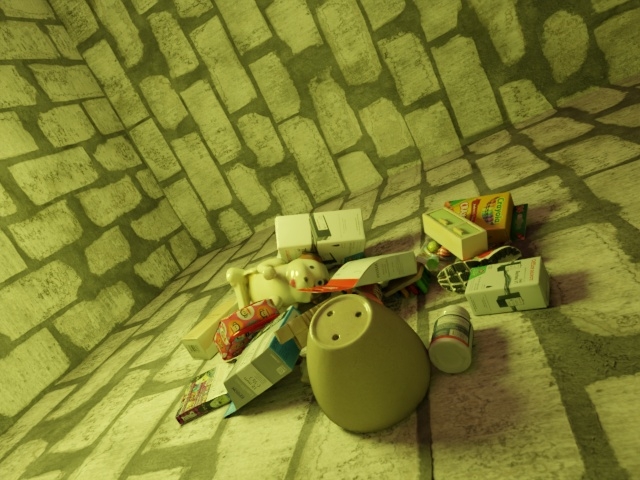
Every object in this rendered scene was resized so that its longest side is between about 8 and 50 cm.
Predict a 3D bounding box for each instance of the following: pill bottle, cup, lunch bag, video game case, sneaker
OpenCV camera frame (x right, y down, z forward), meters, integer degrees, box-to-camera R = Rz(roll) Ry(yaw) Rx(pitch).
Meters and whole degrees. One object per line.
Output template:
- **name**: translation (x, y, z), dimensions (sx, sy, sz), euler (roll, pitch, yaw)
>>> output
- **pill bottle**: translation (0.356, 0.258, 1.149), dimensions (0.107, 0.108, 0.180), euler (-18, 17, 30)
- **cup**: translation (0.095, 0.278, 1.099), dimensions (0.330, 0.237, 0.331), euler (-18, 37, 14)
- **lunch bag**: translation (-0.274, 0.342, 1.671), dimensions (0.258, 0.120, 0.293), euler (-22, -22, -33)
- **video game case**: translation (-0.413, 0.553, 1.584), dimensions (0.210, 0.042, 0.232), euler (-26, 15, 3)
- **sneaker**: translation (0.535, 0.099, 1.440), dimensions (0.278, 0.108, 0.118), euler (-20, -2, 12)
- **sneaker**: translation (0.183, 0.202, 1.605), dimensions (0.136, 0.116, 0.314), euler (-29, 15, -12)

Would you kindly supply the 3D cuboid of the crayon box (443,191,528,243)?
- **crayon box**: translation (0.637, -0.083, 1.685), dimensions (0.318, 0.081, 0.202), euler (-7, 44, 36)

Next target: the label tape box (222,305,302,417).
- **label tape box**: translation (-0.207, 0.403, 1.431), dimensions (0.347, 0.115, 0.249), euler (-39, 9, 25)

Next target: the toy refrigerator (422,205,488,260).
- **toy refrigerator**: translation (0.486, -0.036, 1.562), dimensions (0.102, 0.094, 0.269), euler (-19, 27, -8)

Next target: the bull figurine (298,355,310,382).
- **bull figurine**: translation (0.066, 0.352, 1.345), dimensions (0.310, 0.101, 0.188), euler (-36, 24, -9)

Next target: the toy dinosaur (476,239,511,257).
- **toy dinosaur**: translation (0.594, 0.045, 1.567), dimensions (0.211, 0.064, 0.112), euler (-9, 4, 25)

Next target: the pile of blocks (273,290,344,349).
- **pile of blocks**: translation (-0.022, 0.277, 1.336), dimensions (0.149, 0.113, 0.362), euler (-37, -10, 31)

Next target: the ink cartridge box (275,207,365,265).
- **ink cartridge box**: translation (0.000, 0.000, 2.001), dimensions (0.393, 0.167, 0.286), euler (-6, -24, 0)

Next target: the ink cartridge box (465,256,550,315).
- **ink cartridge box**: translation (0.553, 0.135, 1.260), dimensions (0.208, 0.087, 0.153), euler (-15, 20, 35)

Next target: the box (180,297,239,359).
- **box**: translation (-0.481, 0.411, 2.005), dimensions (0.147, 0.121, 0.311), euler (-15, 20, 39)

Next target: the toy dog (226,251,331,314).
- **toy dog**: translation (-0.149, 0.217, 1.914), dimensions (0.407, 0.285, 0.395), euler (-20, -20, 28)

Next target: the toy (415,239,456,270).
- **toy**: translation (0.449, 0.042, 1.614), dimensions (0.136, 0.056, 0.237), euler (23, 29, 17)

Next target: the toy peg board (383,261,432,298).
- **toy peg board**: translation (0.338, 0.158, 1.600), dimensions (0.160, 0.079, 0.161), euler (-36, 7, 32)

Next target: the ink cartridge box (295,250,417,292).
- **ink cartridge box**: translation (0.118, 0.119, 1.591), dimensions (0.384, 0.091, 0.308), euler (-8, -2, -18)

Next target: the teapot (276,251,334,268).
- **teapot**: translation (-0.094, 0.102, 2.217), dimensions (0.256, 0.252, 0.187), euler (-39, 33, 9)

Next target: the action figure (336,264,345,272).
- **action figure**: translation (0.107, 0.134, 2.113), dimensions (0.038, 0.030, 0.115), euler (-25, 13, 26)
